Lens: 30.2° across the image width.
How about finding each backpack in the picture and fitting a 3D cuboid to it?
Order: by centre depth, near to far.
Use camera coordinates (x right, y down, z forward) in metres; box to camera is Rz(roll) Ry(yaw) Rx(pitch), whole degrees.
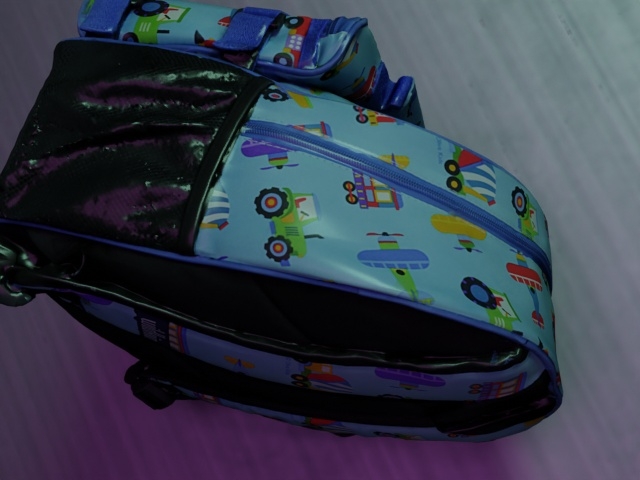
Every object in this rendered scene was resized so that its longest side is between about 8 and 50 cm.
[{"bbox_3d":[0.000,0.000,0.396,0.173,0.158,0.116,10,70,19],"label":"backpack"}]
